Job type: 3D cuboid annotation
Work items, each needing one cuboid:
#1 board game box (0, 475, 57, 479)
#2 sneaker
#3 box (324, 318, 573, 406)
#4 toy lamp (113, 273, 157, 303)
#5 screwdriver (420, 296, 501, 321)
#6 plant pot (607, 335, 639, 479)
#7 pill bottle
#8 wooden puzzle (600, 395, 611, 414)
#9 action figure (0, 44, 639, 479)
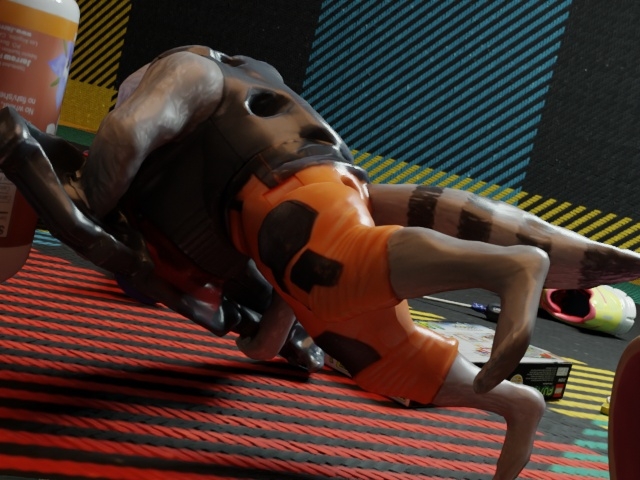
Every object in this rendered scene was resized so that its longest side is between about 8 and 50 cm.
[{"bbox_3d":[-0.087,0.111,0.280,0.186,0.026,0.126,11,7,-21],"label":"board game box"},{"bbox_3d":[0.338,0.071,1.277,0.094,0.081,0.208,6,10,-38],"label":"sneaker"},{"bbox_3d":[0.104,0.097,0.745,0.207,0.036,0.114,8,9,-43],"label":"box"},{"bbox_3d":[-0.154,-0.001,0.888,0.080,0.080,0.274,13,9,-8],"label":"toy lamp"},{"bbox_3d":[0.175,0.077,1.126,0.170,0.025,0.024,16,7,11],"label":"screwdriver"},{"bbox_3d":[0.232,0.101,0.390,0.180,0.201,0.201,-2,6,1],"label":"plant pot"},{"bbox_3d":[-0.218,-0.048,0.516,0.121,0.216,0.121,14,7,-2],"label":"pill bottle"},{"bbox_3d":[0.298,0.151,0.795,0.078,0.014,0.116,19,8,36],"label":"wooden puzzle"},{"bbox_3d":[0.000,0.000,0.531,0.330,0.178,0.341,38,-2,27],"label":"action figure"}]
